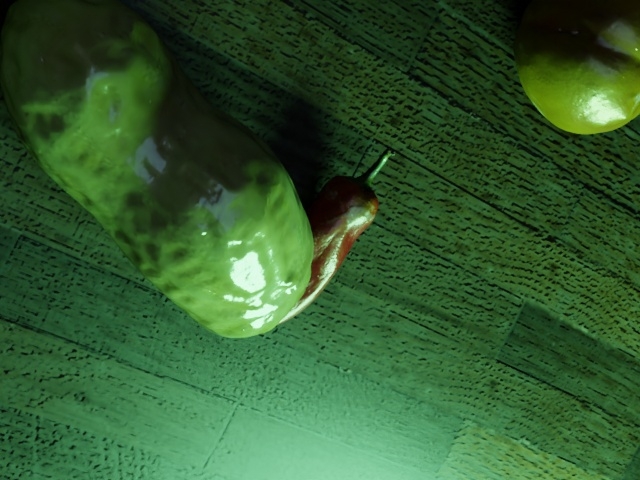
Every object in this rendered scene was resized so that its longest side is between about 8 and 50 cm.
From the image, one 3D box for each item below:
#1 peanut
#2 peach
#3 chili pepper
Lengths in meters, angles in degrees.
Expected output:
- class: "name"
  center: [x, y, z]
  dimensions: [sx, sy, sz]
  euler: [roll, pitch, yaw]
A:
- class: "peanut"
  center: [-0.105, -0.051, 0.996]
  dimensions: [0.147, 0.147, 0.319]
  euler: [-45, 125, -12]
- class: "peach"
  center: [0.228, -0.162, 1.189]
  dimensions: [0.138, 0.138, 0.138]
  euler: [-12, 114, -30]
- class: "chili pepper"
  center: [0.000, 0.000, 1.147]
  dimensions: [0.059, 0.050, 0.191]
  euler: [31, 101, -40]
